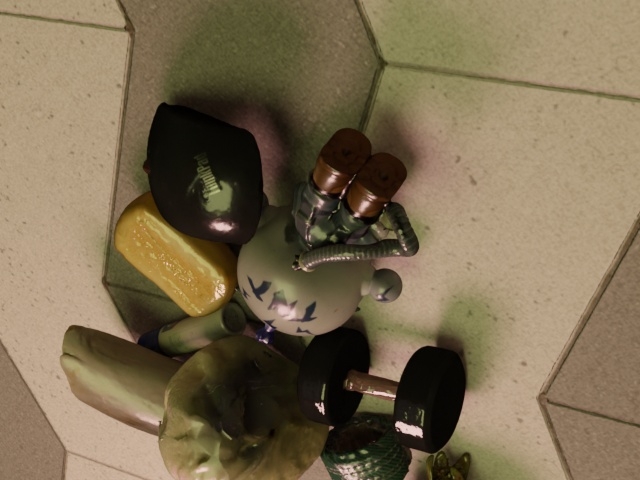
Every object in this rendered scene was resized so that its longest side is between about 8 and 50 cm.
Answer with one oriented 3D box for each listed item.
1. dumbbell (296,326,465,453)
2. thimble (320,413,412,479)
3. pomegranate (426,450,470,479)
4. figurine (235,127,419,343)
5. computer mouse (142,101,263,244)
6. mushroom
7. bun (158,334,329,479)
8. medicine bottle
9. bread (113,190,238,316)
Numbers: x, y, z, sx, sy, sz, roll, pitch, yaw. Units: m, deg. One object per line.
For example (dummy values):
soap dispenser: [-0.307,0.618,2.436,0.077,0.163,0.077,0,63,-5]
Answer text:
dumbbell: [0.091,0.218,1.589,0.218,0.152,0.152,11,127,27]
thimble: [0.071,0.347,1.716,0.135,0.118,0.090,-8,118,37]
pomegranate: [0.179,0.463,1.686,0.211,0.211,0.263,17,109,22]
figurine: [-0.002,-0.003,1.470,0.261,0.186,0.382,44,140,12]
computer mouse: [-0.179,-0.091,1.485,0.269,0.100,0.170,27,114,53]
mushroom: [-0.254,0.274,1.819,0.407,0.137,0.154,24,132,2]
bun: [-0.122,0.284,1.670,0.273,0.273,0.168,42,159,0]
medicine bottle: [-0.222,0.159,1.811,0.231,0.059,0.059,-21,109,41]
bread: [-0.218,0.015,1.676,0.217,0.098,0.147,44,133,-6]
